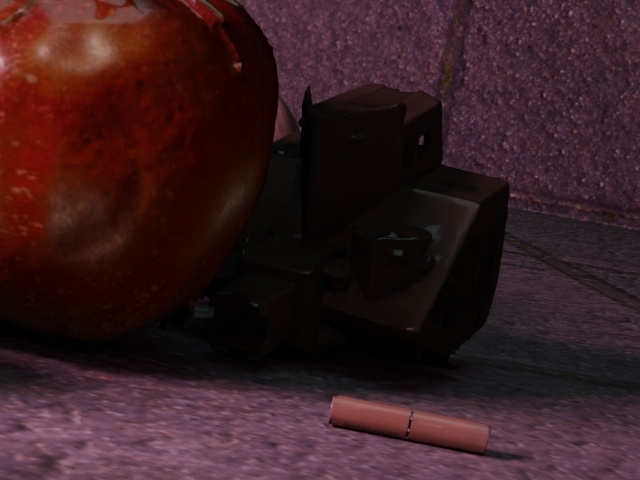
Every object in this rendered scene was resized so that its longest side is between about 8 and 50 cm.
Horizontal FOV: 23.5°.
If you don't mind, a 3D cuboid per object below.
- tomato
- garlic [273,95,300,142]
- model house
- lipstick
[{"bbox_3d":[-0.175,-0.058,1.007,0.303,0.239,0.303,7,5,-1],"label":"tomato"},{"bbox_3d":[-0.144,-0.057,1.321,0.257,0.207,0.207,22,7,7],"label":"garlic"},{"bbox_3d":[0.000,0.000,1.107,0.211,0.204,0.243,14,24,25],"label":"model house"},{"bbox_3d":[0.052,0.108,0.903,0.094,0.019,0.019,11,6,2],"label":"lipstick"}]
